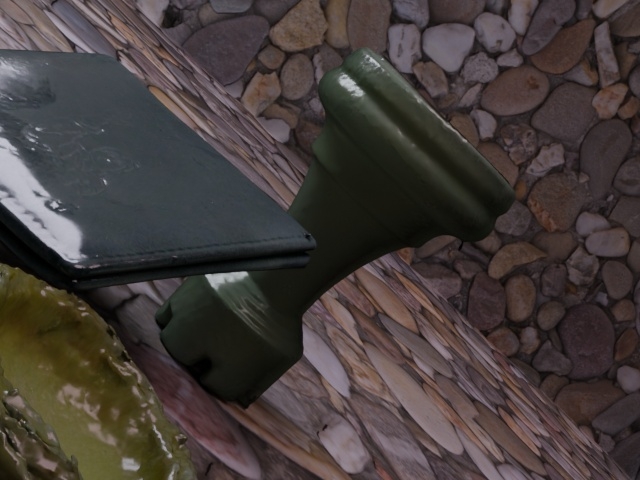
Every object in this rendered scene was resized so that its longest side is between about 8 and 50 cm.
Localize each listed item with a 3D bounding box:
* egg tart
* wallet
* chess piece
[{"bbox_3d":[-0.137,0.099,0.513,0.197,0.078,0.197,47,8,-9],"label":"egg tart"},{"bbox_3d":[-0.174,-0.058,0.732,0.290,0.054,0.251,41,28,27],"label":"wallet"},{"bbox_3d":[0.000,0.000,0.867,0.194,0.299,0.194,43,10,-9],"label":"chess piece"}]
